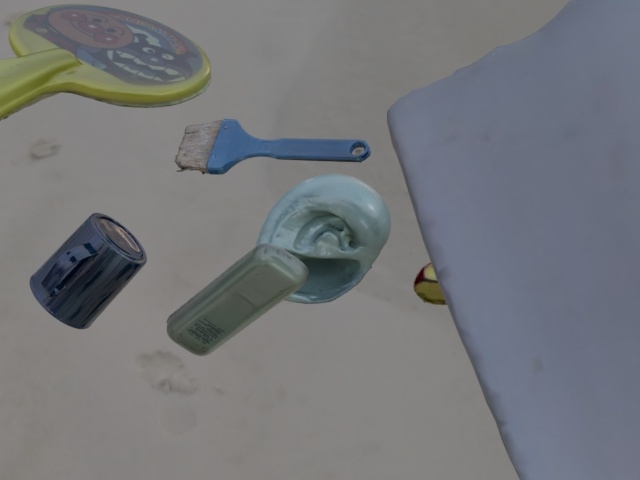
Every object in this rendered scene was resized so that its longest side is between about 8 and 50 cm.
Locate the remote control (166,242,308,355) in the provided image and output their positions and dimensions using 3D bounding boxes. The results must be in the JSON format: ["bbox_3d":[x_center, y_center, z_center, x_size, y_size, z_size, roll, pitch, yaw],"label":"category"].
[{"bbox_3d":[-0.129,0.092,1.474,0.090,0.309,0.038,35,48,-16],"label":"remote control"}]

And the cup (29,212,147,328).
[{"bbox_3d":[-0.336,0.048,1.479,0.138,0.113,0.150,-45,18,12],"label":"cup"}]

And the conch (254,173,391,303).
[{"bbox_3d":[0.001,-0.001,1.532,0.221,0.185,0.121,-26,6,1],"label":"conch"}]

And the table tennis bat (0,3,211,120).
[{"bbox_3d":[-0.267,-0.195,1.113,0.224,0.054,0.369,30,32,15],"label":"table tennis bat"}]

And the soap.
[{"bbox_3d":[0.246,0.044,0.669,0.213,0.435,0.350,-31,70,18],"label":"soap"}]

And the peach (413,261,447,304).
[{"bbox_3d":[0.180,0.056,1.460,0.083,0.077,0.050,-15,45,36],"label":"peach"}]

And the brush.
[{"bbox_3d":[-0.039,-0.073,0.811,0.164,0.014,0.051,4,61,21],"label":"brush"}]
